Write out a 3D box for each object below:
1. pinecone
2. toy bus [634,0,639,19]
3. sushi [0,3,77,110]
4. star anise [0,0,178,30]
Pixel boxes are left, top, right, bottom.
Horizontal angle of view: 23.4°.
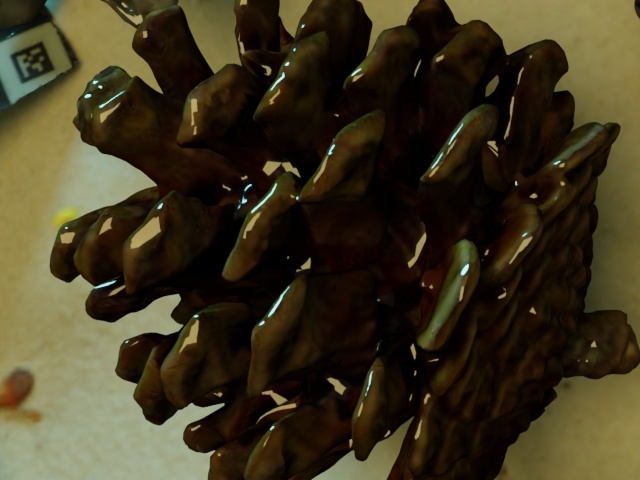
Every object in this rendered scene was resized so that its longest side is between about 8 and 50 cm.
[{"bbox_3d":[0.001,0.000,0.541,0.212,0.169,0.185,24,85,39],"label":"pinecone"},{"bbox_3d":[0.107,-0.172,0.543,0.074,0.096,0.234,-26,74,24],"label":"toy bus"},{"bbox_3d":[-0.215,-0.114,0.723,0.139,0.031,0.201,-32,70,-6],"label":"sushi"},{"bbox_3d":[-0.120,-0.232,0.599,0.332,0.118,0.331,44,146,41],"label":"star anise"}]
